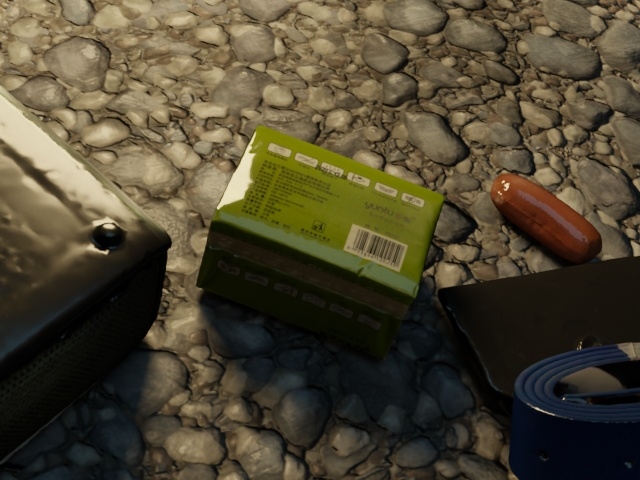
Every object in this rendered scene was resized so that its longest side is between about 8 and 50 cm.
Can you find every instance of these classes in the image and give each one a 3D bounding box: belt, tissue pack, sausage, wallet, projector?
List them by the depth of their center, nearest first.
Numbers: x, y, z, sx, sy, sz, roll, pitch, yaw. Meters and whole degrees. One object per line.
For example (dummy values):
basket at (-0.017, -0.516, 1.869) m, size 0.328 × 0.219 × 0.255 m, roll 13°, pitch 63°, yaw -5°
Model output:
projector at (-0.442, 0.043, 1.171) m, size 0.395 × 0.242 × 0.405 m, roll 40°, pitch 54°, yaw 14°
belt at (0.396, 0.221, 1.293) m, size 0.346 × 0.117 × 0.212 m, roll -7°, pitch 17°, yaw -20°
tissue pack at (0.000, 0.000, 1.386) m, size 0.274 × 0.167 × 0.200 m, roll 20°, pitch 48°, yaw 1°
wallet at (0.355, 0.120, 1.467) m, size 0.377 × 0.051 × 0.197 m, roll -7°, pitch 53°, yaw -24°
sausage at (0.343, -0.035, 1.578) m, size 0.194 × 0.077 × 0.077 m, roll 36°, pitch 52°, yaw 13°

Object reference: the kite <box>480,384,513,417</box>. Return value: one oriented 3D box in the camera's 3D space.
kite at (0.335, 0.216, 1.418) m, size 0.250 × 0.012 × 0.229 m, roll 6°, pitch 51°, yaw -13°
